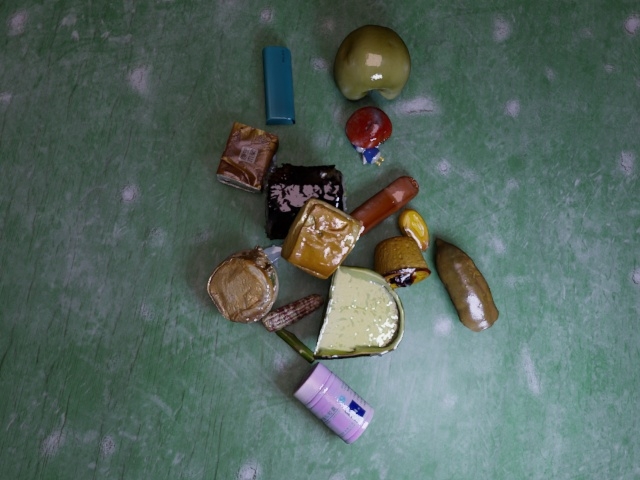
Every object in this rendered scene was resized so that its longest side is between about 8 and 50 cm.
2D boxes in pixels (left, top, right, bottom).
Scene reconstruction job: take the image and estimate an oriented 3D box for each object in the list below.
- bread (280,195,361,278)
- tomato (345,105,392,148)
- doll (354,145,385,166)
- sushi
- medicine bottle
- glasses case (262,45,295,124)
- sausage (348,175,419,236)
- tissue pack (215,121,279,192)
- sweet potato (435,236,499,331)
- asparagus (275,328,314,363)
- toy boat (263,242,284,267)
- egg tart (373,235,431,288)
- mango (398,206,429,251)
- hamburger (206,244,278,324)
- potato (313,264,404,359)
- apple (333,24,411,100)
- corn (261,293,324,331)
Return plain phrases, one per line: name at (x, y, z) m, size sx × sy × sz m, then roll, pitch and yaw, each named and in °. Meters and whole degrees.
bread at (0.000, 0.000, 1.527) m, size 0.210 × 0.099 × 0.235 m, roll 27°, pitch 104°, yaw -13°
tomato at (0.190, -0.450, 1.829) m, size 0.189 × 0.099 × 0.173 m, roll -31°, pitch 70°, yaw -24°
doll at (0.182, -0.345, 1.854) m, size 0.143 × 0.057 × 0.099 m, roll 36°, pitch 89°, yaw 4°
sushi at (-0.055, -0.132, 1.678) m, size 0.294 × 0.299 × 0.281 m, roll 3°, pitch 81°, yaw -3°
medicine bottle at (0.043, 0.556, 1.645) m, size 0.254 × 0.152 × 0.152 m, roll 40°, pitch 80°, yaw 2°
glasses case at (-0.164, -0.607, 1.867) m, size 0.117 × 0.070 × 0.301 m, roll -4°, pitch 80°, yaw -6°
sausage at (0.227, -0.126, 1.801) m, size 0.348 × 0.094 × 0.097 m, roll -35°, pitch 79°, yaw -15°
tissue pack at (-0.273, -0.308, 1.796) m, size 0.183 × 0.092 × 0.226 m, roll 18°, pitch 77°, yaw -1°
sweet potato at (0.520, 0.148, 1.752) m, size 0.157 × 0.158 × 0.370 m, roll -26°, pitch 84°, yaw -8°
asparagus at (-0.086, 0.378, 1.724) m, size 0.178 × 0.041 × 0.045 m, roll 38°, pitch 49°, yaw 15°
toy boat at (-0.193, 0.057, 1.768) m, size 0.105 × 0.034 × 0.149 m, roll 33°, pitch 81°, yaw -1°
egg tart at (0.280, 0.087, 1.726) m, size 0.215 × 0.215 × 0.171 m, roll -8°, pitch 67°, yaw -6°
mango at (0.357, -0.043, 1.814) m, size 0.101 × 0.066 × 0.187 m, roll -31°, pitch 89°, yaw -17°
hamburger at (-0.269, 0.154, 1.683) m, size 0.243 × 0.146 × 0.286 m, roll 11°, pitch 94°, yaw 11°
potato at (0.143, 0.267, 1.655) m, size 0.280 × 0.213 × 0.330 m, roll 12°, pitch 83°, yaw 4°
apple at (0.201, -0.685, 1.822) m, size 0.295 × 0.233 × 0.258 m, roll 0°, pitch 85°, yaw -5°
corn at (-0.099, 0.258, 1.726) m, size 0.237 × 0.079 × 0.079 m, roll -25°, pitch 83°, yaw -12°
